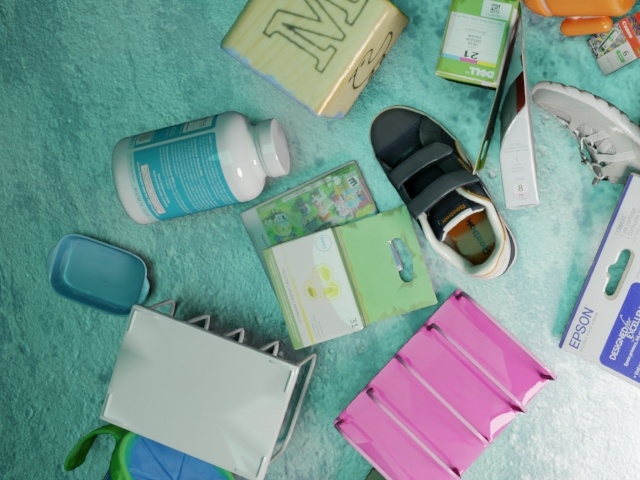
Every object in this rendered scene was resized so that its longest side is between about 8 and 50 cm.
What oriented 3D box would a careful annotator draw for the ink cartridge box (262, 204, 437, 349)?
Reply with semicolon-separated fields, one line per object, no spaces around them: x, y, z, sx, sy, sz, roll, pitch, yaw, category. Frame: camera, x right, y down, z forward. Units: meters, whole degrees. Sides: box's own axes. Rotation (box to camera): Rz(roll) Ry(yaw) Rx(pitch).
0.046;0.058;1.798;0.235;0.056;0.171;-18;89;15;ink cartridge box

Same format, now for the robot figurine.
0.381;-0.392;1.664;0.219;0.158;0.128;7;66;34;robot figurine

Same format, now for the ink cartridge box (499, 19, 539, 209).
0.280;-0.186;1.653;0.066;0.189;0.232;-10;111;13;ink cartridge box

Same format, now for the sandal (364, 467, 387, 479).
0.134;0.351;1.825;0.090;0.060;0.219;24;84;6;sandal

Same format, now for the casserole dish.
-0.371;0.058;1.921;0.188;0.037;0.114;18;97;10;casserole dish

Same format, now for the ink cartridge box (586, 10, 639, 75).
0.458;-0.298;1.691;0.115;0.029;0.063;-29;87;46;ink cartridge box

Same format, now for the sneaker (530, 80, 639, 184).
0.425;-0.139;1.699;0.281;0.105;0.115;36;103;9;sneaker

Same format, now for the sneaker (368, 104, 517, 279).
0.186;-0.079;1.745;0.126;0.127;0.321;-41;83;15;sneaker

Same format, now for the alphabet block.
-0.005;-0.318;1.739;0.193;0.192;0.197;36;101;6;alphabet block

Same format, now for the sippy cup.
-0.281;0.458;1.846;0.224;0.240;0.305;-52;40;21;sippy cup

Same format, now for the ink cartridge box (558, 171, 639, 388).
0.548;0.091;1.669;0.307;0.072;0.304;28;113;25;ink cartridge box

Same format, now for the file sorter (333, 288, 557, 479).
0.186;0.241;1.709;0.202;0.182;0.291;43;88;7;file sorter

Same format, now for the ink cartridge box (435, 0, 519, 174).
0.223;-0.234;1.693;0.097;0.189;0.255;14;98;10;ink cartridge box

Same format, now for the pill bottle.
-0.187;-0.120;1.812;0.264;0.146;0.146;-12;91;13;pill bottle

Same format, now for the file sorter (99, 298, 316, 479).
-0.171;0.227;1.819;0.277;0.173;0.193;20;99;11;file sorter

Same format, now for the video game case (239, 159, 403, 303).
0.000;0.000;1.843;0.212;0.023;0.193;-24;89;13;video game case
